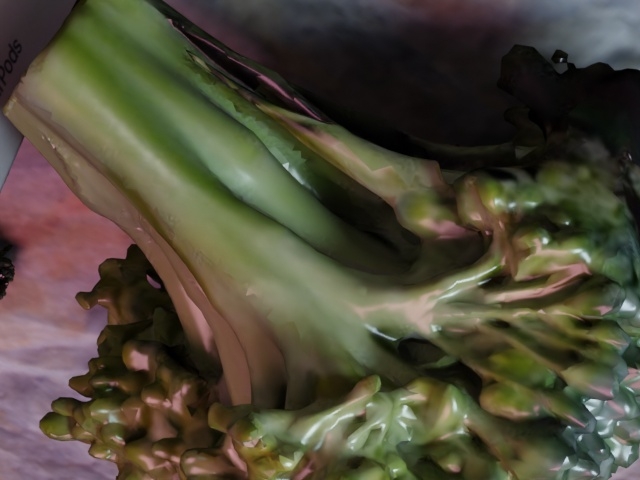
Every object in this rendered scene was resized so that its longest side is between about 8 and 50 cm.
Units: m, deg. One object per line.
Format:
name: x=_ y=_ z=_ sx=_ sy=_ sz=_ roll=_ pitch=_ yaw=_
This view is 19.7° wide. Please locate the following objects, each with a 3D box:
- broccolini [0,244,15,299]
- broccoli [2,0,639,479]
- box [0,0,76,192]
broccolini: x=-0.252 y=-0.019 z=0.818 sx=0.239 sy=0.051 sz=0.054 roll=23 pitch=-175 yaw=-6
broccoli: x=0.000 y=0.000 z=0.654 sx=0.243 sy=0.263 sz=0.247 roll=42 pitch=103 yaw=-12
box: x=-0.168 y=-0.050 z=0.680 sx=0.129 sy=0.130 sz=0.051 roll=-8 pitch=137 yaw=27
